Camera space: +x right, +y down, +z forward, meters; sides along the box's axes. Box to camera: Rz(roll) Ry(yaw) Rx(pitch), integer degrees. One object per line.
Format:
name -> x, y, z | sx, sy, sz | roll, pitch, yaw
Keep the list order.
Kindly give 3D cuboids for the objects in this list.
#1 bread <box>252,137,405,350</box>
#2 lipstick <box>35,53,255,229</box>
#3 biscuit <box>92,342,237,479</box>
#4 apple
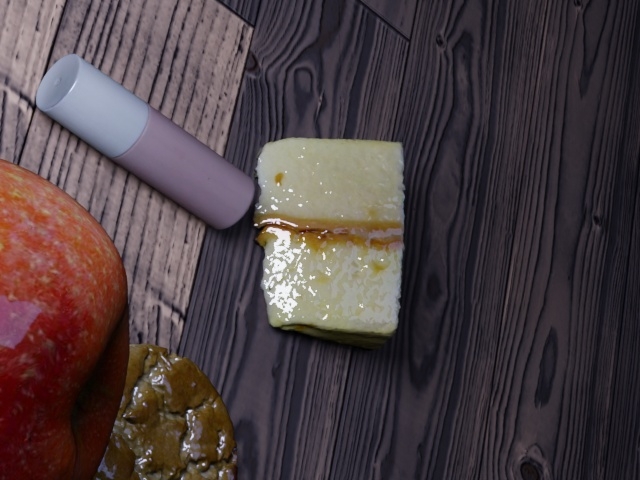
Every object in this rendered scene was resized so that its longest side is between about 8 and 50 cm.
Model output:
bread -> 0.000, 0.000, 2.105 | 0.178, 0.135, 0.240 | 5, 72, -12
lipstick -> -0.180, -0.100, 1.906 | 0.254, 0.070, 0.070 | 35, 54, -36
biscuit -> -0.164, 0.214, 1.848 | 0.226, 0.042, 0.226 | 17, 67, -45
apple -> -0.309, 0.095, 1.503 | 0.276, 0.348, 0.349 | 15, 57, 4
